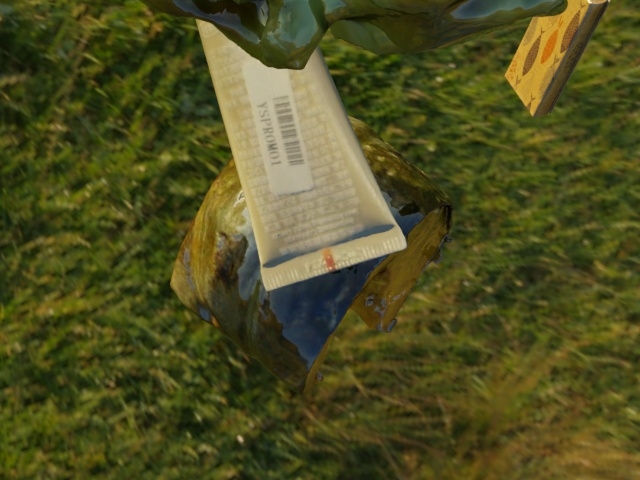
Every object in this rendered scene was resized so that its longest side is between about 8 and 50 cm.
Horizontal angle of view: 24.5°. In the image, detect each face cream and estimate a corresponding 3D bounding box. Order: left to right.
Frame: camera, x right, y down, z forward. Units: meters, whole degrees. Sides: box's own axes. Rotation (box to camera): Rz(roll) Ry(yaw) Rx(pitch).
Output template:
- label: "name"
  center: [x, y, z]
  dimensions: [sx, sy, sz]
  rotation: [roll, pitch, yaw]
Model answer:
- label: "face cream"
  center: [-0.041, -0.134, 1.272]
  dimensions: [0.137, 0.084, 0.341]
  rotation: [-18, 93, 19]

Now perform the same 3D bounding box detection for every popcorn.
- label: "popcorn"
  center: [0.016, -0.218, 0.893]
  dimensions: [0.277, 0.276, 0.225]
  rotation: [-14, 77, -13]

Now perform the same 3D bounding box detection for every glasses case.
- label: "glasses case"
  center: [0.248, -0.208, 1.521]
  dimensions: [0.041, 0.064, 0.170]
  rotation: [-13, 148, -26]

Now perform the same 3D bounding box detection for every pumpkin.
- label: "pumpkin"
  center: [0.000, 0.000, 1.651]
  dimensions: [0.225, 0.303, 0.256]
  rotation: [31, 119, 13]
